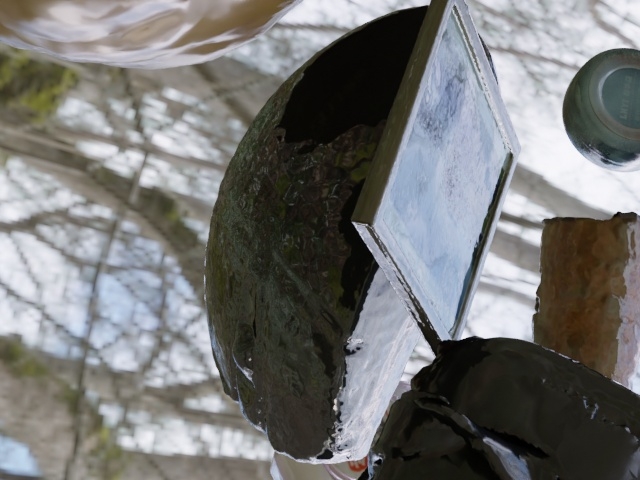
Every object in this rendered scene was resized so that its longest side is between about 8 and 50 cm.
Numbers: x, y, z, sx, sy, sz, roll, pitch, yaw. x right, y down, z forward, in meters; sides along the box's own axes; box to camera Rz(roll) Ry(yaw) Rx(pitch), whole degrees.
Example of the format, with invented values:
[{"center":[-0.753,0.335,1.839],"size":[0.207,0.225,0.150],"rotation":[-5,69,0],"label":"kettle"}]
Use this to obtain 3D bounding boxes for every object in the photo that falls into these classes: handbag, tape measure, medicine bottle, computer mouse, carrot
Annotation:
[{"center":[0.068,0.181,0.741],"size":[0.181,0.181,0.254],"rotation":[27,-114,3],"label":"handbag"},{"center":[0.238,-0.093,1.452],"size":[0.180,0.107,0.104],"rotation":[136,-34,-80],"label":"tape measure"},{"center":[0.025,0.147,1.241],"size":[0.115,0.219,0.078],"rotation":[-24,-100,-7],"label":"medicine bottle"},{"center":[0.000,0.000,0.930],"size":[0.137,0.086,0.270],"rotation":[48,-54,38],"label":"computer mouse"},{"center":[0.202,0.105,1.362],"size":[0.102,0.102,0.263],"rotation":[-2,-106,40],"label":"carrot"}]

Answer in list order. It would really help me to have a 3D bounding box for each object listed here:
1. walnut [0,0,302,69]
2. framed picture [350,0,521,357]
[{"center":[-0.104,-0.271,0.877],"size":[0.383,0.383,0.384],"rotation":[-11,-107,38],"label":"walnut"},{"center":[0.051,-0.025,0.727],"size":[0.011,0.149,0.109],"rotation":[12,-109,21],"label":"framed picture"}]
